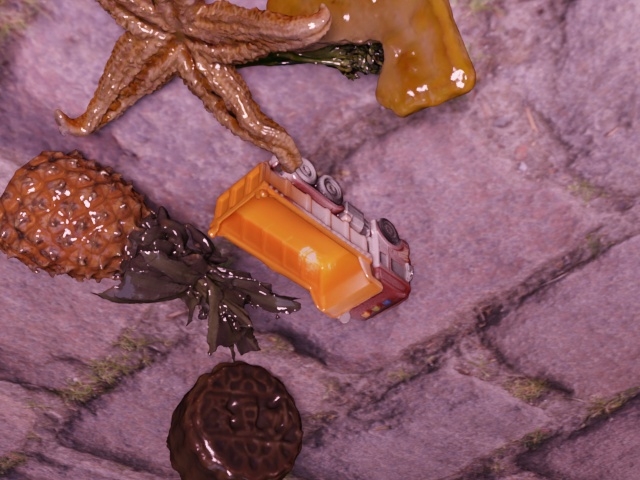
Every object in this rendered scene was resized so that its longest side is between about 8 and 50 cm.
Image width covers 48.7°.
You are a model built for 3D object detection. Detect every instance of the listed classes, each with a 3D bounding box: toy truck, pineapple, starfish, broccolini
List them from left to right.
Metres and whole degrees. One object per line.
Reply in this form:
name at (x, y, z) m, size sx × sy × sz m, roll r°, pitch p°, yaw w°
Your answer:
pineapple at (-0.198, 0.023, 0.841) m, size 0.364 × 0.165 × 0.165 m, roll 27°, pitch 136°, yaw 2°
starfish at (-0.150, -0.193, 0.703) m, size 0.375 × 0.094 × 0.327 m, roll 37°, pitch 135°, yaw -22°
broccolini at (-0.008, -0.184, 0.740) m, size 0.201 × 0.058 × 0.074 m, roll -9°, pitch 151°, yaw 15°
toy truck at (0.000, 0.000, 0.886) m, size 0.270 × 0.135 × 0.114 m, roll 34°, pitch 128°, yaw -31°

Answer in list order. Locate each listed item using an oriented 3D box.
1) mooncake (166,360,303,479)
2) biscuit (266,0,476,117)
mooncake at (-0.134, 0.316, 1.179) m, size 0.228 × 0.228 × 0.124 m, roll 19°, pitch 140°, yaw -18°
biscuit at (0.046, -0.190, 0.663) m, size 0.174 × 0.183 × 0.039 m, roll -24°, pitch 167°, yaw 21°
